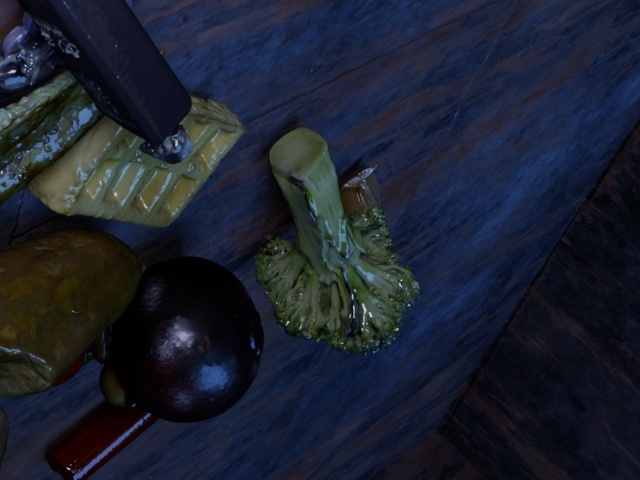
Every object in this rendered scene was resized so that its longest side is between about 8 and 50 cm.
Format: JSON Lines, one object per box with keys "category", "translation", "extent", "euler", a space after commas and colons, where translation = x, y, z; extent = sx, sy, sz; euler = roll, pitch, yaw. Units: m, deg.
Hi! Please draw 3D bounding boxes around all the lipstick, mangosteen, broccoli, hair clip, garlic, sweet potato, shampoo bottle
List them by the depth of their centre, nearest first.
{"category": "shampoo bottle", "translation": [-0.193, -0.169, 1.452], "extent": [0.071, 0.098, 0.309], "euler": [-54, 146, -14]}
{"category": "hair clip", "translation": [-0.242, -0.202, 1.508], "extent": [0.195, 0.052, 0.124], "euler": [-41, 168, -32]}
{"category": "sweet potato", "translation": [-0.311, 0.067, 1.769], "extent": [0.158, 0.158, 0.370], "euler": [-58, 174, 34]}
{"category": "mangosteen", "translation": [-0.209, 0.136, 2.093], "extent": [0.265, 0.228, 0.228], "euler": [-5, 163, 8]}
{"category": "broccoli", "translation": [-0.003, -0.014, 2.248], "extent": [0.221, 0.252, 0.361], "euler": [-23, 118, -3]}
{"category": "lipstick", "translation": [-0.289, 0.264, 2.368], "extent": [0.279, 0.073, 0.073], "euler": [-39, 161, -23]}
{"category": "garlic", "translation": [0.059, -0.059, 2.436], "extent": [0.113, 0.094, 0.074], "euler": [-41, -157, -32]}

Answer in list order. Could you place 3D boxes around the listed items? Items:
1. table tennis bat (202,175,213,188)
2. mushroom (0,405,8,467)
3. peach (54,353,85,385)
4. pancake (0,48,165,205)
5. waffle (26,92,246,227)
{"category": "table tennis bat", "translation": [-0.179, -0.080, 1.958], "extent": [0.100, 0.019, 0.155], "euler": [-52, 160, 15]}
{"category": "mushroom", "translation": [-0.480, 0.298, 1.895], "extent": [0.278, 0.146, 0.278], "euler": [-44, 169, -10]}
{"category": "peach", "translation": [-0.344, 0.157, 2.026], "extent": [0.098, 0.061, 0.098], "euler": [-48, 164, -18]}
{"category": "pancake", "translation": [-0.303, -0.086, 1.541], "extent": [0.376, 0.054, 0.197], "euler": [-43, 175, -14]}
{"category": "waffle", "translation": [-0.204, -0.096, 1.779], "extent": [0.168, 0.057, 0.274], "euler": [-52, 158, 13]}
